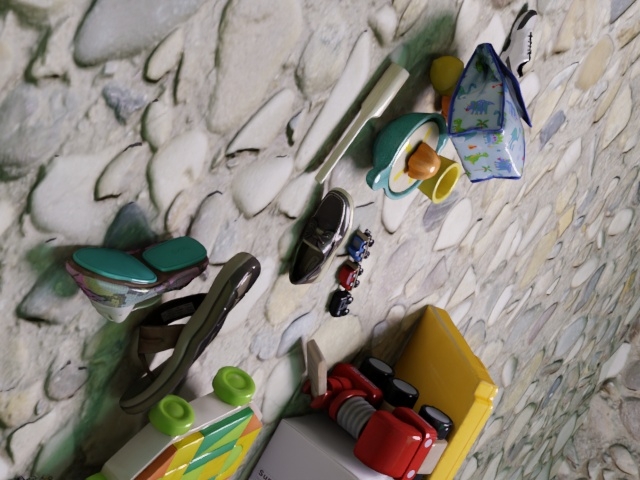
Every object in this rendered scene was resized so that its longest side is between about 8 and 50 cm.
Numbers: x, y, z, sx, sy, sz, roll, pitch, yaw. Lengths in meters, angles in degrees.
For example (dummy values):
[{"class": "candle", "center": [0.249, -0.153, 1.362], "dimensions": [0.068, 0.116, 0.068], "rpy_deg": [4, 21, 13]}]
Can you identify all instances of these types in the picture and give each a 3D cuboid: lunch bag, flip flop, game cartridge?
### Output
[{"class": "lunch bag", "center": [0.233, -0.174, 1.731], "dimensions": [0.129, 0.096, 0.151], "rpy_deg": [58, 33, -53]}, {"class": "flip flop", "center": [-0.165, 0.101, 1.486], "dimensions": [0.277, 0.080, 0.112], "rpy_deg": [-53, 180, 37]}, {"class": "game cartridge", "center": [0.177, 0.295, 2.132], "dimensions": [0.052, 0.324, 0.285], "rpy_deg": [22, 105, -19]}]

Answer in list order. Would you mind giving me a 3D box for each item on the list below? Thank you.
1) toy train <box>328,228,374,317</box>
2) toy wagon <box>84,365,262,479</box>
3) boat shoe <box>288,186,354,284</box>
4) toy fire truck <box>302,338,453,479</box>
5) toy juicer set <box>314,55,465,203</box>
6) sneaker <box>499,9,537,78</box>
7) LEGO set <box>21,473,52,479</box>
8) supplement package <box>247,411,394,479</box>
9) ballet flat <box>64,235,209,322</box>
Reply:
[{"class": "toy train", "center": [0.043, 0.050, 1.873], "dimensions": [0.036, 0.027, 0.158], "rpy_deg": [-13, 133, -41]}, {"class": "toy wagon", "center": [-0.217, 0.302, 1.615], "dimensions": [0.344, 0.068, 0.267], "rpy_deg": [-20, 146, -52]}, {"class": "boat shoe", "center": [0.000, 0.000, 1.699], "dimensions": [0.049, 0.056, 0.152], "rpy_deg": [-27, 143, -54]}, {"class": "toy fire truck", "center": [0.061, 0.256, 1.955], "dimensions": [0.246, 0.217, 0.158], "rpy_deg": [12, 112, -48]}, {"class": "toy juicer set", "center": [0.139, -0.150, 1.728], "dimensions": [0.329, 0.089, 0.209], "rpy_deg": [-1, 121, -60]}, {"class": "sneaker", "center": [0.305, -0.293, 1.906], "dimensions": [0.040, 0.043, 0.109], "rpy_deg": [-13, 130, -53]}, {"class": "LEGO set", "center": [-0.347, 0.291, 1.479], "dimensions": [0.054, 0.023, 0.083], "rpy_deg": [-52, 168, -3]}, {"class": "supplement package", "center": [-0.025, 0.446, 2.047], "dimensions": [0.293, 0.175, 0.177], "rpy_deg": [-61, 154, 12]}, {"class": "ballet flat", "center": [-0.202, 0.046, 1.380], "dimensions": [0.221, 0.077, 0.079], "rpy_deg": [-13, 136, -61]}]
